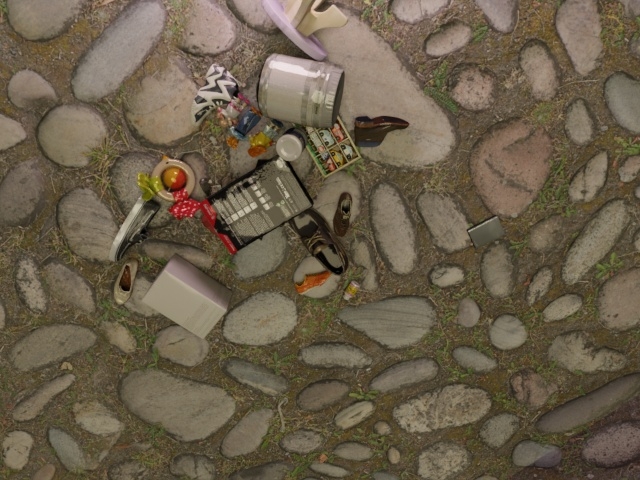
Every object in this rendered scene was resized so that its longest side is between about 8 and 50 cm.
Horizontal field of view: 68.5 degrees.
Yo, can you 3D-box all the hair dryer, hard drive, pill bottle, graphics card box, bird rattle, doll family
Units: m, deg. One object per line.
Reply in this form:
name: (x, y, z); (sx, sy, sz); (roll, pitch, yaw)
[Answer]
hair dryer: (-0.363, -0.106, 1.853); (0.223, 0.080, 0.294); (0, 112, 5)
hard drive: (0.694, -0.036, 1.977); (0.135, 0.022, 0.094); (-28, 109, 7)
pill bottle: (0.131, 0.216, 2.027); (0.043, 0.043, 0.083); (29, 106, -13)
graphics card box: (-0.238, -0.138, 1.765); (0.370, 0.094, 0.233); (-31, 99, 9)
bird rattle: (-0.562, -0.205, 1.788); (0.253, 0.143, 0.207); (26, 83, -10)
doll family: (-0.256, -0.392, 1.705); (0.263, 0.118, 0.163); (28, 116, -37)
pill bottle: (-0.098, -0.355, 1.701); (0.094, 0.169, 0.094); (4, 116, 8)

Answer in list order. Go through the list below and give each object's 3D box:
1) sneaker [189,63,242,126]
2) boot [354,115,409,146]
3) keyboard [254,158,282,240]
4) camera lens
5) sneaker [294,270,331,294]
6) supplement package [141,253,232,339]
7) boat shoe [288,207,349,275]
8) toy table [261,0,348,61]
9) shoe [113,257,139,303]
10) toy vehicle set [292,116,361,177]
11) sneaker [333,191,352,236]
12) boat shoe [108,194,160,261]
sneaker: (-0.367, -0.498, 1.708); (0.153, 0.094, 0.235); (28, 96, -4)
boot: (0.227, -0.412, 1.789); (0.219, 0.082, 0.106); (-2, 125, -14)
keyboard: (-0.200, -0.149, 1.857); (0.201, 0.033, 0.317); (25, 109, 14)
camera lens: (-0.071, -0.516, 1.632); (0.274, 0.219, 0.220); (14, 109, 5)
sneaker: (-0.029, 0.167, 1.992); (0.175, 0.064, 0.067); (-29, 99, 4)
supplement package: (-0.538, 0.226, 1.922); (0.293, 0.175, 0.177); (37, 106, -15)
boat shoe: (0.000, 0.000, 1.893); (0.132, 0.130, 0.355); (-40, 107, 11)
toy table: (-0.046, -0.760, 1.571); (0.274, 0.252, 0.161); (35, 121, -20)
shoe: (-0.813, 0.175, 1.950); (0.076, 0.058, 0.219); (20, 108, -10)
toy vehicle set: (0.019, -0.393, 1.800); (0.166, 0.035, 0.267); (-30, 109, 8)
sneaker: (0.089, -0.097, 1.894); (0.066, 0.071, 0.189); (4, 109, -5)
boat shoe: (-0.731, -0.030, 1.860); (0.102, 0.108, 0.301); (31, 99, -12)
